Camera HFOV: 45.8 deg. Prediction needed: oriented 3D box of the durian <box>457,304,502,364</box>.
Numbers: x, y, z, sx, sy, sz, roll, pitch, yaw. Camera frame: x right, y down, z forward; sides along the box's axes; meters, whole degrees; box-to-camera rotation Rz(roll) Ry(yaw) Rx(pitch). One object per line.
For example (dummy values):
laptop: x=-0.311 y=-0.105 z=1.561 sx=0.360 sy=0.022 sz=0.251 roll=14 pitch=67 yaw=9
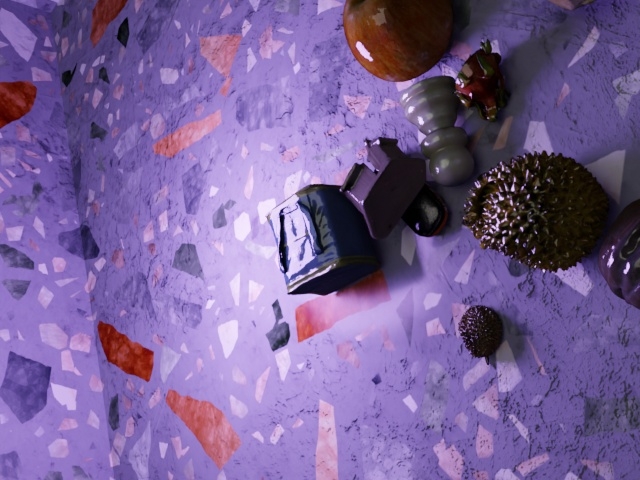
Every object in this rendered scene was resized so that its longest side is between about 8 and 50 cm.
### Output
durian: x=0.354 y=0.215 z=1.717 sx=0.110 sy=0.071 sz=0.140 roll=-22 pitch=73 yaw=42

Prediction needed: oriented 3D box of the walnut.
walnut: x=0.623 y=0.026 z=1.381 sx=0.224 sy=0.224 sz=0.224 roll=-9 pitch=77 yaw=45

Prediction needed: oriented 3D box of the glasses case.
glasses case: x=0.222 y=-0.117 z=1.904 sx=0.103 sy=0.067 sz=0.267 roll=-53 pitch=50 yaw=24

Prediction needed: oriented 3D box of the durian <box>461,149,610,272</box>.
durian: x=0.437 y=-0.065 z=1.563 sx=0.293 sy=0.258 sz=0.258 roll=20 pitch=98 yaw=57

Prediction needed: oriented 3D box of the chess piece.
chess piece: x=0.292 y=-0.251 z=1.814 sx=0.144 sy=0.144 sz=0.251 roll=-30 pitch=68 yaw=39

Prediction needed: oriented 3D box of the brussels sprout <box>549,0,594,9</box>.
brussels sprout: x=0.530 y=-0.653 z=1.548 sx=0.328 sy=0.247 sz=0.328 roll=-14 pitch=70 yaw=43

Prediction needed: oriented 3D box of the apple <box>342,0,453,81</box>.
apple: x=0.182 y=-0.553 z=1.884 sx=0.277 sy=0.250 sz=0.309 roll=-49 pitch=50 yaw=30

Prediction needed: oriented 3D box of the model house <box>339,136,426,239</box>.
model house: x=0.137 y=-0.145 z=1.865 sx=0.229 sy=0.122 sz=0.188 roll=-59 pitch=43 yaw=16

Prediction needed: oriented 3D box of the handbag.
handbag: x=0.000 y=0.000 z=2.009 sx=0.263 sy=0.222 sz=0.241 roll=-31 pitch=67 yaw=37

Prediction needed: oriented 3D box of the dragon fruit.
dragon fruit: x=0.379 y=-0.363 z=1.758 sx=0.175 sy=0.138 sz=0.142 roll=57 pitch=169 yaw=1
